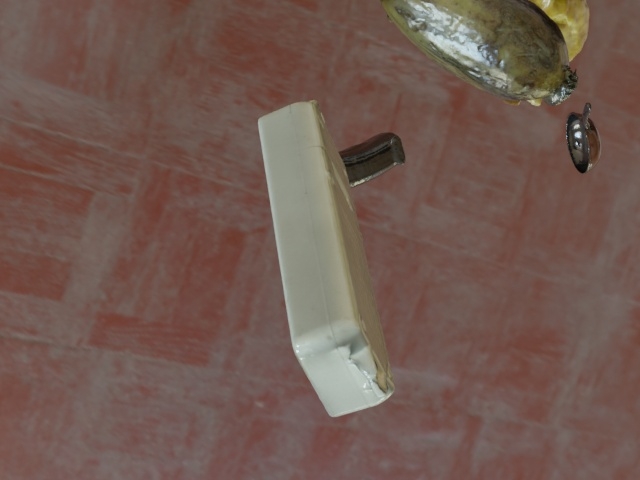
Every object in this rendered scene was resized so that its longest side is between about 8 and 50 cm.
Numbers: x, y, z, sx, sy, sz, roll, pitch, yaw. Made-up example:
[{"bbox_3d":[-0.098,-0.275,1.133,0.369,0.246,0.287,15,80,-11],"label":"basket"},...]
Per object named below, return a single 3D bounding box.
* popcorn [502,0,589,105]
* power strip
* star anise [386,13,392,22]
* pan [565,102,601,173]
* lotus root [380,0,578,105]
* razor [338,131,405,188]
[{"bbox_3d":[0.292,-0.323,1.904,0.190,0.191,0.254,-26,125,-29],"label":"popcorn"},{"bbox_3d":[0.000,0.000,1.081,0.058,0.338,0.098,-20,133,9],"label":"power strip"},{"bbox_3d":[0.133,-0.375,1.471,0.088,0.288,0.288,20,92,-21],"label":"star anise"},{"bbox_3d":[0.288,-0.117,1.403,0.023,0.068,0.115,-13,157,-4],"label":"pan"},{"bbox_3d":[0.129,-0.170,1.056,0.179,0.089,0.081,32,91,0],"label":"lotus root"},{"bbox_3d":[0.042,-0.102,1.786,0.148,0.090,0.054,-22,103,-26],"label":"razor"}]
